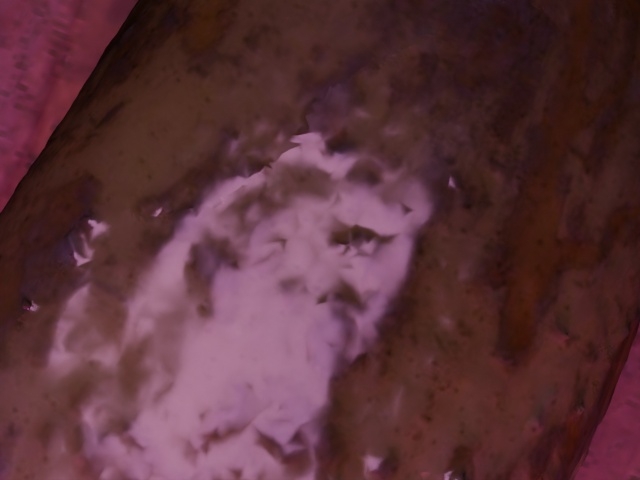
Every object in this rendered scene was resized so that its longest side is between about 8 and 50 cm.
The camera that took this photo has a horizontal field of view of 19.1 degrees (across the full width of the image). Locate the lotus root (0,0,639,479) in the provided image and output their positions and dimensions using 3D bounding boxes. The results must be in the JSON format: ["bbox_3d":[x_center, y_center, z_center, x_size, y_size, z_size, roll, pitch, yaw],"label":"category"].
[{"bbox_3d":[0.000,0.000,0.522,0.173,0.173,0.309,27,84,-3],"label":"lotus root"}]
